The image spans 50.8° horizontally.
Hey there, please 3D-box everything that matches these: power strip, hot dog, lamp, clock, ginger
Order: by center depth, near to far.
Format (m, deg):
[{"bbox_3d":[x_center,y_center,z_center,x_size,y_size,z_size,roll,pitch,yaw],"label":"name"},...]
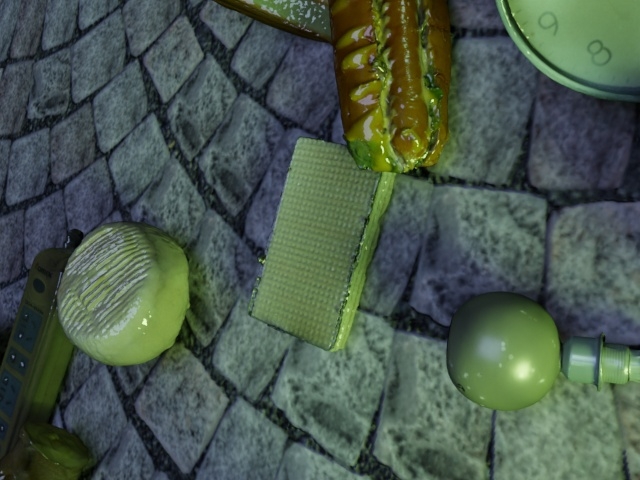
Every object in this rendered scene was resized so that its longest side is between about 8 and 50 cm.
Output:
[{"bbox_3d":[0.227,-0.203,0.452,0.226,0.226,0.049,-30,20,29],"label":"clock"},{"bbox_3d":[0.178,0.086,0.502,0.163,0.091,0.091,2,81,24],"label":"lamp"},{"bbox_3d":[0.068,-0.187,0.639,0.072,0.115,0.269,116,149,-69],"label":"hot dog"},{"bbox_3d":[-0.395,0.352,0.861,0.116,0.109,0.263,35,101,35],"label":"ginger"},{"bbox_3d":[-0.398,0.168,0.936,0.092,0.066,0.387,20,92,37],"label":"power strip"}]

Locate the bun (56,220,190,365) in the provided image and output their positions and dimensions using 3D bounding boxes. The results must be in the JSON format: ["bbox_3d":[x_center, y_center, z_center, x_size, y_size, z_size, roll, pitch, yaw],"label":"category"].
[{"bbox_3d":[-0.227,0.063,0.806,0.164,0.111,0.188,-46,51,0],"label":"bun"}]

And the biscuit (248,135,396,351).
[{"bbox_3d":[0.000,0.000,0.680,0.121,0.040,0.199,17,91,35],"label":"biscuit"}]

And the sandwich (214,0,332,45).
[{"bbox_3d":[-0.064,-0.307,0.734,0.187,0.144,0.117,32,102,38],"label":"sandwich"}]
